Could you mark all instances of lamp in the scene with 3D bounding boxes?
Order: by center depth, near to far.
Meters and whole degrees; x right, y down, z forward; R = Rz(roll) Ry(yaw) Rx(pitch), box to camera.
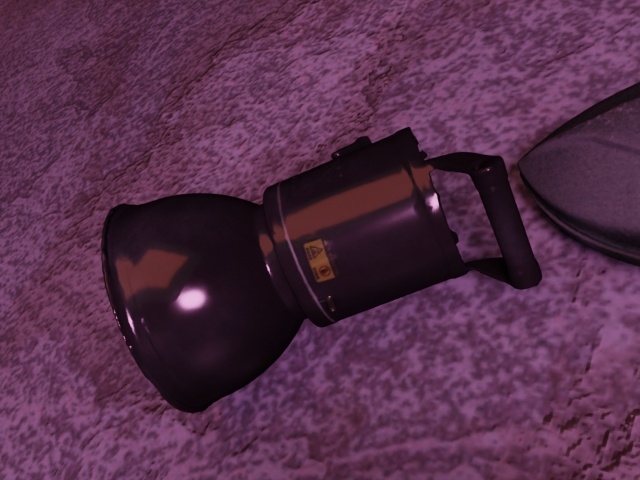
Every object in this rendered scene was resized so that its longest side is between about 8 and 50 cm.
[{"bbox_3d":[0.000,0.000,0.447,0.227,0.147,0.172,-22,21,8],"label":"lamp"}]

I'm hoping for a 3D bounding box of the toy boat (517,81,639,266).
[{"bbox_3d":[0.239,-0.039,0.329,0.320,0.092,0.141,3,57,46],"label":"toy boat"}]
